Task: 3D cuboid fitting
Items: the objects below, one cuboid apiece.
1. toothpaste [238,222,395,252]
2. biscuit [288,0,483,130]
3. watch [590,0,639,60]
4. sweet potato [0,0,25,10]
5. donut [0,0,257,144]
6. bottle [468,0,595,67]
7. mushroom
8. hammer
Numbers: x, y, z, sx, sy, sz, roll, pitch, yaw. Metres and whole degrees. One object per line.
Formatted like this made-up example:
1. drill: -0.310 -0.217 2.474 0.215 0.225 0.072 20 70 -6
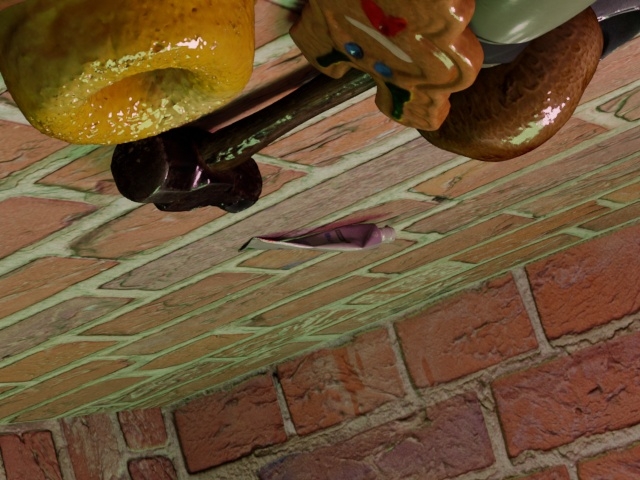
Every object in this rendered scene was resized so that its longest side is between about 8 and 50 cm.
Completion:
1. toothpaste: 0.000 0.000 2.447 0.301 0.048 0.075 -5 -169 -23
2. biscuit: 0.065 -0.208 1.317 0.047 0.202 0.334 -55 179 -17
3. watch: 0.319 -0.265 1.679 0.206 0.068 0.193 -18 165 -16
4. sweet potato: -0.299 -0.198 1.059 0.106 0.095 0.354 41 149 -22
5. donut: -0.180 -0.178 1.262 0.277 0.108 0.277 -17 168 -4
6. bottle: 0.192 -0.274 1.251 0.168 0.168 0.347 -14 172 -17
7. mushroom: 0.210 -0.194 1.509 0.253 0.253 0.153 -27 121 37
8. hammer: -0.050 -0.158 1.643 0.408 0.095 0.242 -29 164 23
